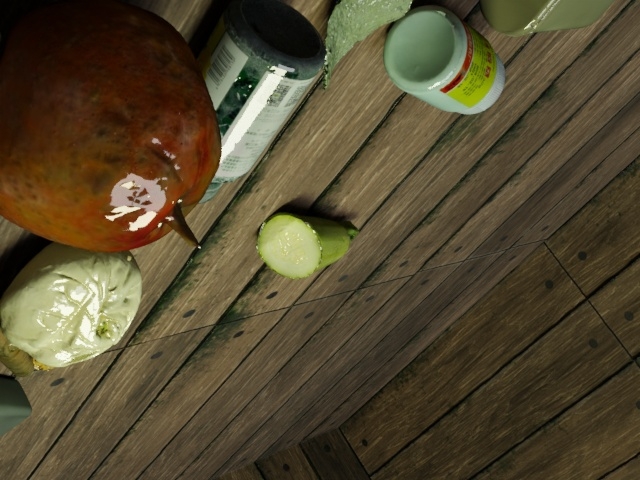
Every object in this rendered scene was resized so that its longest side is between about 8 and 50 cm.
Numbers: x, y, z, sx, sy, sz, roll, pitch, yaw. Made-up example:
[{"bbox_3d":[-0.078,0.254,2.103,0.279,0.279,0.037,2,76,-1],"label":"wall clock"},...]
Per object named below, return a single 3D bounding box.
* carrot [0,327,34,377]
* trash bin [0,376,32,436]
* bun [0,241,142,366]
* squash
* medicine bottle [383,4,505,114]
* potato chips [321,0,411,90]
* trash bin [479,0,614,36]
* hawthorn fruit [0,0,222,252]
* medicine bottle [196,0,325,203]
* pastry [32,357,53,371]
[{"bbox_3d":[-0.525,0.173,1.517,0.070,0.070,0.342,-28,160,-14],"label":"carrot"},{"bbox_3d":[-0.643,0.310,1.601,0.177,0.101,0.236,-37,162,5],"label":"trash bin"},{"bbox_3d":[-0.374,0.099,1.405,0.229,0.145,0.229,-42,162,-17],"label":"bun"},{"bbox_3d":[-0.004,0.016,1.847,0.137,0.137,0.287,-41,160,20],"label":"squash"},{"bbox_3d":[0.204,-0.283,1.455,0.139,0.139,0.225,-41,158,20],"label":"medicine bottle"},{"bbox_3d":[0.064,-0.313,1.302,0.228,0.059,0.167,-45,164,15],"label":"potato chips"},{"bbox_3d":[0.403,-0.434,1.445,0.247,0.121,0.243,-14,152,-47],"label":"trash bin"},{"bbox_3d":[-0.221,-0.103,0.987,0.277,0.298,0.277,-42,168,-11],"label":"hawthorn fruit"},{"bbox_3d":[-0.122,-0.176,1.209,0.141,0.141,0.293,-12,150,-45],"label":"medicine bottle"},{"bbox_3d":[-0.458,0.163,1.569,0.140,0.056,0.080,-53,-165,40],"label":"pastry"}]
